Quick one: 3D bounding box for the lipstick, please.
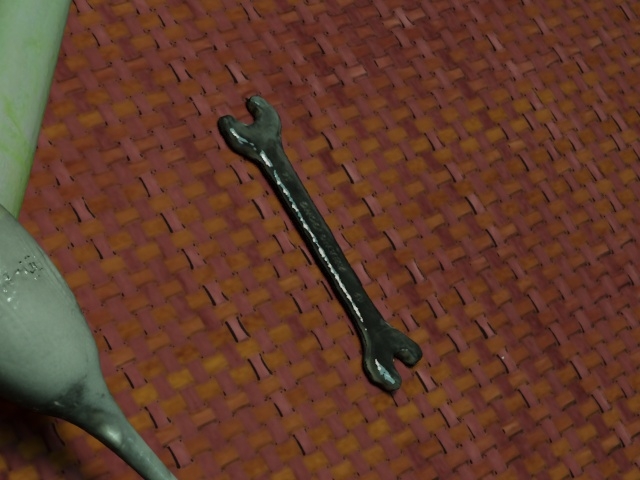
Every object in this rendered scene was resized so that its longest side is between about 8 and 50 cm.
[{"bbox_3d":[-0.219,-0.128,1.254,0.076,0.076,0.304,20,54,-20],"label":"lipstick"}]

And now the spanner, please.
[{"bbox_3d":[0.000,0.000,1.347,0.054,0.015,0.254,-21,75,-40],"label":"spanner"}]

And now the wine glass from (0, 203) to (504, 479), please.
[{"bbox_3d":[-0.089,0.039,1.113,0.309,0.264,0.096,48,4,-7],"label":"wine glass"}]
